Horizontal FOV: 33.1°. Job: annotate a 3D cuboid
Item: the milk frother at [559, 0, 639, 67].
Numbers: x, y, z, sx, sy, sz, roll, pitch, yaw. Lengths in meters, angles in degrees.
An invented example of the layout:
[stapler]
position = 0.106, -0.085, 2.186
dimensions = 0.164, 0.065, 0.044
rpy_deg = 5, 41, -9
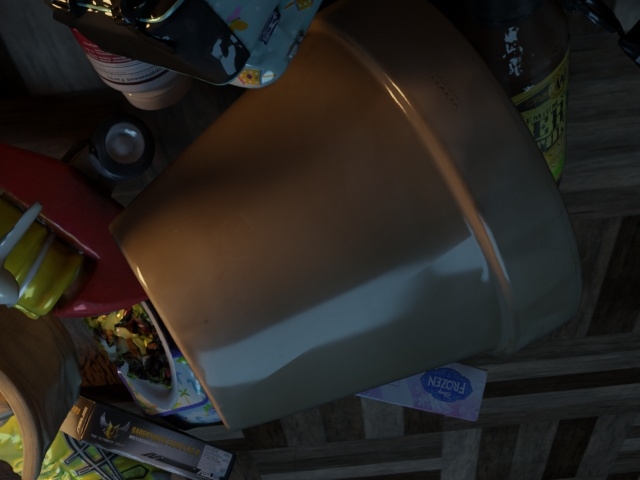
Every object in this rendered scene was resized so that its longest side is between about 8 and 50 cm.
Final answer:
[milk frother]
position = 0.286, -0.208, 0.869
dimensions = 0.143, 0.129, 0.135
rpy_deg = 36, 98, -11

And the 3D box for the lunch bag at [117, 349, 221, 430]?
[lunch bag]
position = -0.183, 0.192, 1.472
dimensions = 0.129, 0.096, 0.151
rpy_deg = -19, 138, 30

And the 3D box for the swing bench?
[swing bench]
position = -0.410, 0.151, 1.185
dimensions = 0.254, 0.165, 0.253
rpy_deg = -4, -170, -3

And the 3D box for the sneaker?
[sneaker]
position = -0.369, 0.340, 1.639
dimensions = 0.145, 0.147, 0.384
rpy_deg = -26, 142, 34

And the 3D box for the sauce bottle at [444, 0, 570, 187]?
[sauce bottle]
position = 0.158, -0.146, 0.928
dimensions = 0.111, 0.111, 0.344
rpy_deg = -9, 150, 7

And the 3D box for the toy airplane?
[toy airplane]
position = -0.354, -0.011, 0.919
dimensions = 0.384, 0.272, 0.386
rpy_deg = 6, 168, 20

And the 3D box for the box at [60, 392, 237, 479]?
[box]
position = -0.259, 0.277, 1.524
dimensions = 0.231, 0.056, 0.183
rpy_deg = 27, 168, -28

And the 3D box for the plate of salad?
[plate of salad]
position = -0.228, 0.111, 1.239
dimensions = 0.048, 0.200, 0.200
rpy_deg = -27, 161, -30

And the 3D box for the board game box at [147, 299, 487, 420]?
[board game box]
position = -0.026, 0.133, 1.276
dimensions = 0.318, 0.066, 0.318
rpy_deg = 17, 173, -32

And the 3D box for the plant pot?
[plant pot]
position = 0.000, 0.000, 0.858
dimensions = 0.280, 0.323, 0.323
rpy_deg = -31, 151, -10

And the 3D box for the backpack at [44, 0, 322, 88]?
[backpack]
position = -0.073, -0.203, 0.723
dimensions = 0.166, 0.188, 0.144
rpy_deg = 20, 172, 41

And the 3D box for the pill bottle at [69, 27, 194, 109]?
[pill bottle]
position = -0.154, -0.174, 0.860
dimensions = 0.086, 0.086, 0.152
rpy_deg = -9, 150, 8
